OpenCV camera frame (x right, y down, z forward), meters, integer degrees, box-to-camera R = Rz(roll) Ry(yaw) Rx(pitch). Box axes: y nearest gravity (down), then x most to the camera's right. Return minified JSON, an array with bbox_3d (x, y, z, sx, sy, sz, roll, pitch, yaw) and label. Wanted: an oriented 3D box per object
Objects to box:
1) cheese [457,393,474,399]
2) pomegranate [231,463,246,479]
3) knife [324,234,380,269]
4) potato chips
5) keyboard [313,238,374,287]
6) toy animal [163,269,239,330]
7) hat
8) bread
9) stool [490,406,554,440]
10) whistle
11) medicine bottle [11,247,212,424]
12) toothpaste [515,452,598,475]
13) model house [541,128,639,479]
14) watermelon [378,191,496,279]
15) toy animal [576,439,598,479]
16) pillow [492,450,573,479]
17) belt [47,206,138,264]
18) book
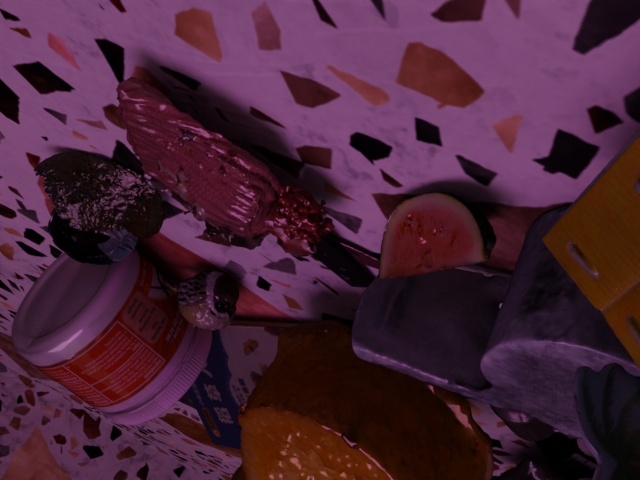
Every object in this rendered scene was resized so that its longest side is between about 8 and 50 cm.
[{"bbox_3d":[0.168,0.164,1.082,0.135,0.052,0.245,-2,139,42],"label":"cheese"},{"bbox_3d":[-0.014,0.562,1.563,0.416,0.416,0.416,20,150,12],"label":"pomegranate"},{"bbox_3d":[0.000,0.000,0.994,0.247,0.018,0.035,24,152,3],"label":"knife"},{"bbox_3d":[-0.325,-0.061,1.098,0.209,0.026,0.142,38,116,2],"label":"potato chips"},{"bbox_3d":[0.018,0.026,1.003,0.053,0.010,0.155,1,152,42],"label":"keyboard"},{"bbox_3d":[-0.191,0.082,1.222,0.137,0.098,0.098,40,154,15],"label":"toy animal"},{"bbox_3d":[-0.120,-0.063,0.900,0.286,0.107,0.237,29,162,6],"label":"hat"},{"bbox_3d":[0.060,0.306,1.096,0.398,0.215,0.398,22,135,24],"label":"bread"},{"bbox_3d":[0.287,0.222,1.039,0.096,0.096,0.110,5,148,34],"label":"stool"},{"bbox_3d":[0.228,0.095,0.800,0.188,0.168,0.405,43,147,-26],"label":"whistle"},{"bbox_3d":[-0.355,0.151,1.290,0.252,0.252,0.241,-1,140,41],"label":"medicine bottle"},{"bbox_3d":[0.390,0.389,1.285,0.049,0.031,0.204,30,149,-9],"label":"toothpaste"},{"bbox_3d":[0.322,0.062,0.505,0.323,0.340,0.300,29,150,5],"label":"model house"},{"bbox_3d":[0.135,-0.007,0.825,0.069,0.087,0.163,1,172,-37],"label":"watermelon"},{"bbox_3d":[0.449,0.398,1.033,0.174,0.289,0.249,41,169,-27],"label":"toy animal"},{"bbox_3d":[0.435,0.459,1.258,0.326,0.101,0.228,19,154,-2],"label":"pillow"},{"bbox_3d":[-0.349,-0.016,1.165,0.140,0.105,0.058,13,165,14],"label":"belt"},{"bbox_3d":[-0.098,0.275,1.378,0.428,0.039,0.300,-4,115,40],"label":"book"}]
